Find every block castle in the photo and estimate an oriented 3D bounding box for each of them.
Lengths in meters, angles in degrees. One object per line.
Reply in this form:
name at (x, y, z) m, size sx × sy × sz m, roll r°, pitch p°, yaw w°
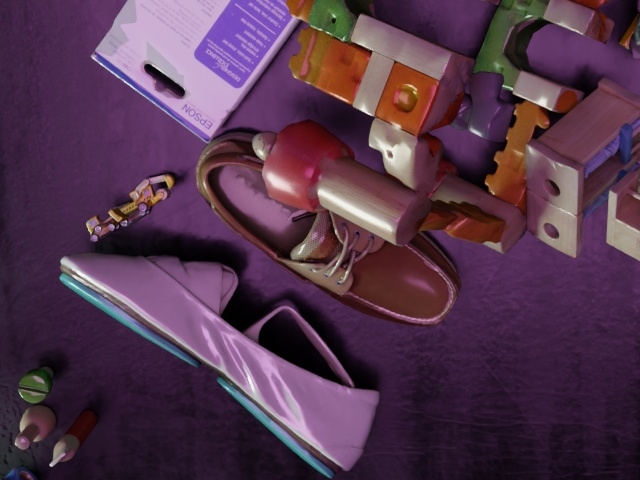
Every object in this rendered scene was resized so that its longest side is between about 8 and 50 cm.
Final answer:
block castle at (0.127, -0.221, 1.348) m, size 0.212 × 0.303 × 0.453 m, roll 29°, pitch 105°, yaw 31°

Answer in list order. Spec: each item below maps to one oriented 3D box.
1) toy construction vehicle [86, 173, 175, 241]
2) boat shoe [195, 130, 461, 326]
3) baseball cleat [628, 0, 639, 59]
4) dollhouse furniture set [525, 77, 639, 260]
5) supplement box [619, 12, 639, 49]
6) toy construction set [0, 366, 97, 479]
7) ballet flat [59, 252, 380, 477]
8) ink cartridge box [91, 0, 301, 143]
toy construction vehicle at (-0.210, -0.040, 1.522) m, size 0.098 × 0.086 × 0.035 m, roll -31°, pitch 92°, yaw 10°
boat shoe at (0.000, 0.000, 1.497) m, size 0.324 × 0.120 × 0.123 m, roll 29°, pitch 102°, yaw -2°
baseball cleat at (0.341, -0.232, 1.345) m, size 0.072 × 0.206 × 0.110 m, roll 4°, pitch 89°, yaw -3°
dollhouse furniture set at (0.316, -0.045, 1.370) m, size 0.183 × 0.129 × 0.129 m, roll 33°, pitch 149°, yaw 33°
supplement box at (0.379, -0.210, 1.470) m, size 0.098 × 0.036 × 0.062 m, roll 31°, pitch 101°, yaw -3°
toy construction set at (-0.420, 0.262, 1.520) m, size 0.308 × 0.237 × 0.258 m, roll -19°, pitch 100°, yaw 7°
ballet flat at (-0.100, 0.105, 1.536) m, size 0.400 × 0.139 × 0.139 m, roll 37°, pitch 102°, yaw -8°
ink cartridge box at (-0.085, -0.284, 1.474) m, size 0.165 × 0.065 × 0.333 m, roll 37°, pitch 100°, yaw -4°
